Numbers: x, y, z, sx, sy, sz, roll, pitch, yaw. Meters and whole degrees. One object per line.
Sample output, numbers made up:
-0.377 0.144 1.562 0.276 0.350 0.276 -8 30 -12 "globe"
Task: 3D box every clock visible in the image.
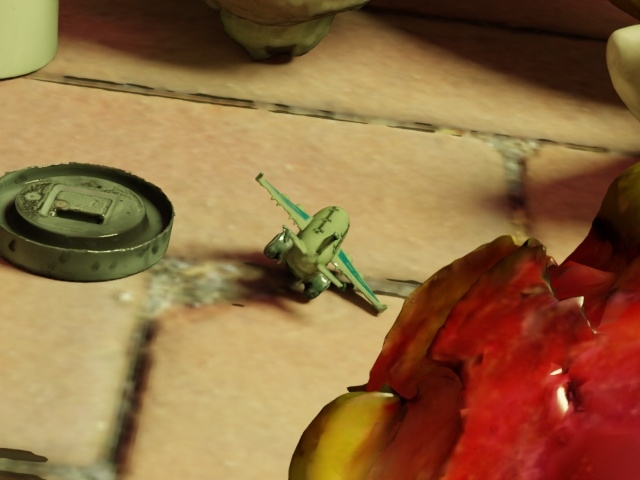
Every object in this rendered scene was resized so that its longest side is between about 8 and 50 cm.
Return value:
-0.107 -0.009 0.788 0.085 0.017 0.085 7 29 -4 "clock"

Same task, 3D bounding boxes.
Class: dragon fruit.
0.124 0.092 0.466 0.307 0.243 0.227 -24 79 -17 "dragon fruit"

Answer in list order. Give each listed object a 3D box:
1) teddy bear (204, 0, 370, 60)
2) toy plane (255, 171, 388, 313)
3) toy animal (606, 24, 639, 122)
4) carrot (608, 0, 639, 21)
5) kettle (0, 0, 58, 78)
-0.024 -0.197 1.014 0.236 0.151 0.267 -2 29 -15 "teddy bear"
-0.002 0.002 0.777 0.080 0.033 0.083 45 10 -5 "toy plane"
0.300 -0.047 0.837 0.266 0.188 0.308 -9 1 40 "toy animal"
0.175 -0.256 0.988 0.341 0.224 0.224 36 36 14 "carrot"
-0.174 -0.173 0.932 0.098 0.148 0.127 26 32 31 "kettle"
